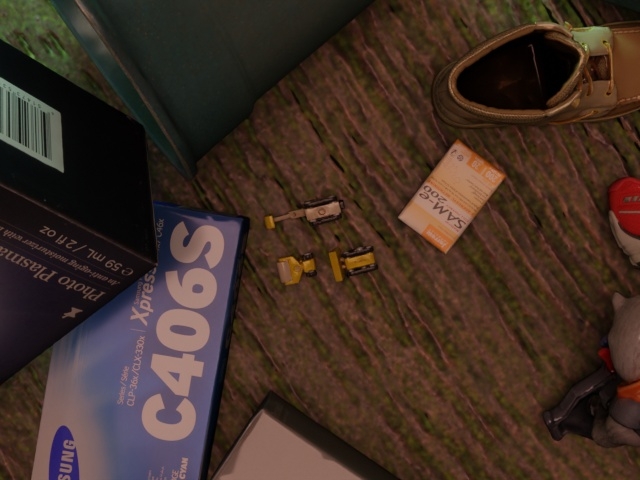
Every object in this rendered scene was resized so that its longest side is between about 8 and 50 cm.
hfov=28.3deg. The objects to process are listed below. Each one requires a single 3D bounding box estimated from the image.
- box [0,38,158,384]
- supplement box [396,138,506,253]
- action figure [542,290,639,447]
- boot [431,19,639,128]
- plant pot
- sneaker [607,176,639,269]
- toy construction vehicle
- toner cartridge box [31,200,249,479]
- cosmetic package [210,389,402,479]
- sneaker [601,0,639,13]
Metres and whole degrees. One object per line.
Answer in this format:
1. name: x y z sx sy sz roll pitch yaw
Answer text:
1. box: -0.346 -0.020 1.083 0.294 0.183 0.296 -35 135 26
2. supplement box: 0.129 -0.043 1.257 0.062 0.036 0.098 37 92 1
3. action figure: 0.401 0.148 1.180 0.330 0.178 0.341 41 106 -18
4. boot: 0.236 -0.158 1.168 0.262 0.203 0.095 -7 92 2
5. plant pot: -0.081 -0.285 1.127 0.334 0.341 0.341 -35 91 -6
6. sneaker: 0.409 -0.070 1.222 0.279 0.107 0.118 -23 82 -1
7. toy construction vehicle: 0.000 0.000 1.266 0.098 0.035 0.086 -16 102 4
8. toner cartridge box: -0.179 0.134 1.248 0.165 0.075 0.348 9 92 3
9. cosmetic package: 0.016 0.255 1.224 0.238 0.127 0.107 37 92 -2
10. sneaker: 0.318 -0.279 1.227 0.270 0.145 0.090 37 131 30
